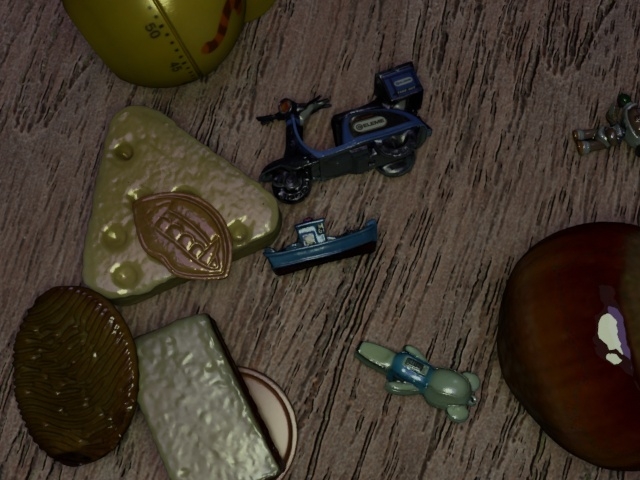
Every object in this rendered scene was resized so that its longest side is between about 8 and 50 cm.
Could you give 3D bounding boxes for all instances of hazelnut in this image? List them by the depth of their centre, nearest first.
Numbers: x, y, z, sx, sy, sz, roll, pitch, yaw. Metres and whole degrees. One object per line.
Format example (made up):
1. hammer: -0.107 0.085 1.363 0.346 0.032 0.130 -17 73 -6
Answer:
1. hazelnut: 0.479 0.175 1.277 0.359 0.359 0.409 -10 81 -1

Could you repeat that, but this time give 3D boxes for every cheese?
1. cheese: -0.304 -0.030 1.442 0.384 0.104 0.384 0 76 0

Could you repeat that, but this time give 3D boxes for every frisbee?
1. frisbee: -0.165 0.355 1.393 0.250 0.021 0.251 0 77 2

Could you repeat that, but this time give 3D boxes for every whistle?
1. whistle: 0.173 0.248 1.387 0.235 0.077 0.114 23 50 12

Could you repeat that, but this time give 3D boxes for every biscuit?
1. biscuit: -0.439 0.235 1.336 0.318 0.040 0.318 -2 87 32
2. biscuit: -0.243 -0.011 1.368 0.220 0.029 0.142 41 80 9

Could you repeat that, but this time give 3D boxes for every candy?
1. candy: -0.209 0.299 1.332 0.179 0.135 0.321 -27 75 -5

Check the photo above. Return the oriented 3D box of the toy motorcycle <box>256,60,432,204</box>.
1. toy motorcycle: 0.040 -0.205 1.473 0.358 0.125 0.213 -19 69 -5

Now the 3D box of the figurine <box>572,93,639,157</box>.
1. figurine: 0.595 -0.218 1.473 0.197 0.093 0.147 -9 65 0

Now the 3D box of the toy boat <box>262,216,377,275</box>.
1. toy boat: 0.000 0.000 1.433 0.223 0.100 0.097 -15 91 -4

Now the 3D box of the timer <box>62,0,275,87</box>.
1. timer: -0.272 -0.480 1.424 0.387 0.376 0.376 -33 79 -1
